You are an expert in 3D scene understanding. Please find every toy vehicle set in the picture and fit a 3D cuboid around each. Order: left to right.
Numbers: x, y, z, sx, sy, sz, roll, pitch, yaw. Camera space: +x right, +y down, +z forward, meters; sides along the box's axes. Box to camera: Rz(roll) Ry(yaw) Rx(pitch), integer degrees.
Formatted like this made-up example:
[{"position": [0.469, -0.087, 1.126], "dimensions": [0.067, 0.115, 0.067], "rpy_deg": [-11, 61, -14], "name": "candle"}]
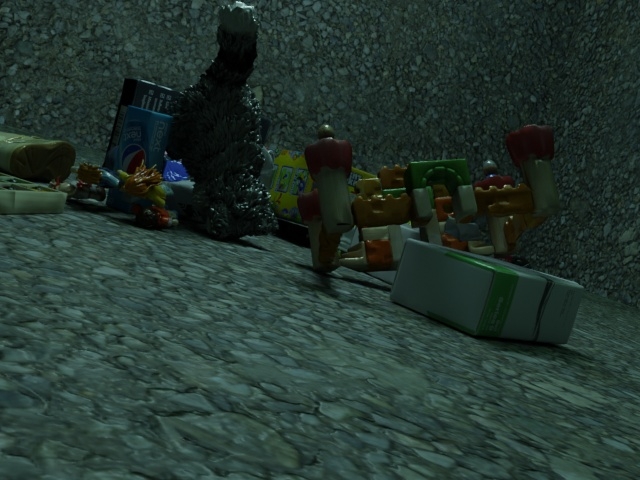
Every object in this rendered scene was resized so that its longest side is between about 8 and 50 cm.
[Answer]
[{"position": [-0.528, -0.081, 1.218], "dimensions": [0.165, 0.035, 0.267], "rpy_deg": [17, 5, 8], "name": "toy vehicle set"}]

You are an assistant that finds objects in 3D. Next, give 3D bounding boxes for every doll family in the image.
[{"position": [-0.382, -0.107, 1.499], "dimensions": [0.262, 0.119, 0.163], "rpy_deg": [17, 5, 7], "name": "doll family"}]

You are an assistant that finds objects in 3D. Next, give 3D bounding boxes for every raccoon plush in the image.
[{"position": [-0.188, -0.206, 1.597], "dimensions": [0.216, 0.447, 0.299], "rpy_deg": [-14, 52, -19], "name": "raccoon plush"}]

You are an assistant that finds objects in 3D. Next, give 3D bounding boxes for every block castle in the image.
[{"position": [0.191, -0.092, 1.499], "dimensions": [0.452, 0.213, 0.303], "rpy_deg": [-5, -20, -7], "name": "block castle"}]

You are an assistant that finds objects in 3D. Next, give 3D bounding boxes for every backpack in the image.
[{"position": [-0.361, -0.131, 1.986], "dimensions": [0.097, 0.101, 0.120], "rpy_deg": [17, -29, -11], "name": "backpack"}]

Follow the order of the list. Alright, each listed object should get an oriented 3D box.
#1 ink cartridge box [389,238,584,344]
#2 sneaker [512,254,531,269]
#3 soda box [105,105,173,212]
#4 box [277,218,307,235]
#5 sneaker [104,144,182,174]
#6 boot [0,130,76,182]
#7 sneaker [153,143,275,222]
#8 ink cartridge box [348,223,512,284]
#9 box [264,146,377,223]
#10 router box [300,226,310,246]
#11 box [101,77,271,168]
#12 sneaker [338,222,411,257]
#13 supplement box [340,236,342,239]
[{"position": [0.306, 0.096, 1.440], "dimensions": [0.289, 0.122, 0.211], "rpy_deg": [11, 6, -41], "name": "ink cartridge box"}, {"position": [0.423, 0.095, 2.178], "dimensions": [0.283, 0.107, 0.124], "rpy_deg": [9, -22, -6], "name": "sneaker"}, {"position": [-0.370, -0.162, 1.621], "dimensions": [0.067, 0.210, 0.071], "rpy_deg": [18, 8, 27], "name": "soda box"}, {"position": [-0.129, -0.048, 2.207], "dimensions": [0.162, 0.029, 0.116], "rpy_deg": [19, 6, 18], "name": "box"}, {"position": [-0.391, -0.196, 2.061], "dimensions": [0.318, 0.112, 0.131], "rpy_deg": [6, -4, -26], "name": "sneaker"}, {"position": [-0.670, -0.193, 1.718], "dimensions": [0.203, 0.095, 0.262], "rpy_deg": [16, 9, 10], "name": "boot"}, {"position": [-0.245, -0.149, 1.885], "dimensions": [0.137, 0.210, 0.365], "rpy_deg": [19, 6, 38], "name": "sneaker"}, {"position": [0.249, 0.044, 1.809], "dimensions": [0.306, 0.131, 0.226], "rpy_deg": [14, 5, -38], "name": "ink cartridge box"}, {"position": [0.004, -0.115, 2.102], "dimensions": [0.289, 0.177, 0.279], "rpy_deg": [16, 0, -39], "name": "box"}, {"position": [0.000, 0.000, 2.020], "dimensions": [0.092, 0.038, 0.122], "rpy_deg": [16, 5, -8], "name": "router box"}, {"position": [-0.383, -0.263, 2.248], "dimensions": [0.395, 0.294, 0.212], "rpy_deg": [14, 6, -25], "name": "box"}, {"position": [0.203, -0.013, 1.988], "dimensions": [0.145, 0.147, 0.384], "rpy_deg": [24, 16, 37], "name": "sneaker"}, {"position": [0.120, -0.026, 2.437], "dimensions": [0.083, 0.083, 0.056], "rpy_deg": [18, 4, 38], "name": "supplement box"}]
